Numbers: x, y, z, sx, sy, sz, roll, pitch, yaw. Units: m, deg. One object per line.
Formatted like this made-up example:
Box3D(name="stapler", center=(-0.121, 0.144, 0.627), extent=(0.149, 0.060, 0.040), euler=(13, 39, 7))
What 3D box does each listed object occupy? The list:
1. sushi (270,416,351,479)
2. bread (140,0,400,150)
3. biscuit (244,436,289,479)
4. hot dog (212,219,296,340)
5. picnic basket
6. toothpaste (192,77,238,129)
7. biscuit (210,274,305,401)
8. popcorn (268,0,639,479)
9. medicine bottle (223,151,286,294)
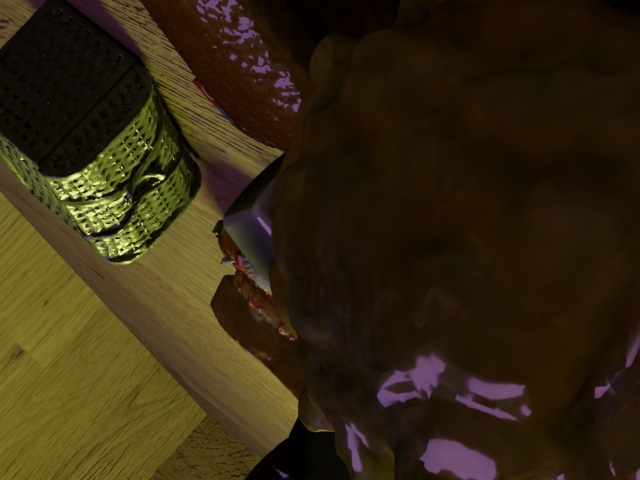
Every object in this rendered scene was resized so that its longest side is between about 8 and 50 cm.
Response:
Box3D(name="sushi", center=(0.148, 0.216, 1.012), extent=(0.299, 0.281, 0.294), euler=(43, 165, 35))
Box3D(name="bread", center=(-0.034, -0.130, 0.788), extent=(0.172, 0.103, 0.132), euler=(51, 166, -30))
Box3D(name="biscuit", center=(0.099, 0.303, 1.212), extent=(0.407, 0.407, 0.091), euler=(41, 157, 9))
Box3D(name="hot dog", center=(-0.010, 0.054, 1.469), extent=(0.250, 0.076, 0.104), euler=(34, 167, 26))
Box3D(name="picnic basket", center=(-0.203, -0.088, 1.452), extent=(0.154, 0.134, 0.196), euler=(37, 167, 22))
Box3D(name="toothpaste", center=(-0.037, -0.112, 1.018), extent=(0.070, 0.044, 0.193), euler=(47, 168, -13))
Box3D(name="biscuit", center=(0.033, 0.149, 1.588), extent=(0.343, 0.057, 0.287), euler=(39, -176, -1))
Box3D(name="popcorn", center=(0.101, 0.008, 0.619), extent=(0.225, 0.249, 0.249), euler=(13, -168, -43))
Box3D(name="medicine bottle", center=(0.000, 0.000, 1.192), extent=(0.132, 0.088, 0.188), euler=(44, 169, -8))
